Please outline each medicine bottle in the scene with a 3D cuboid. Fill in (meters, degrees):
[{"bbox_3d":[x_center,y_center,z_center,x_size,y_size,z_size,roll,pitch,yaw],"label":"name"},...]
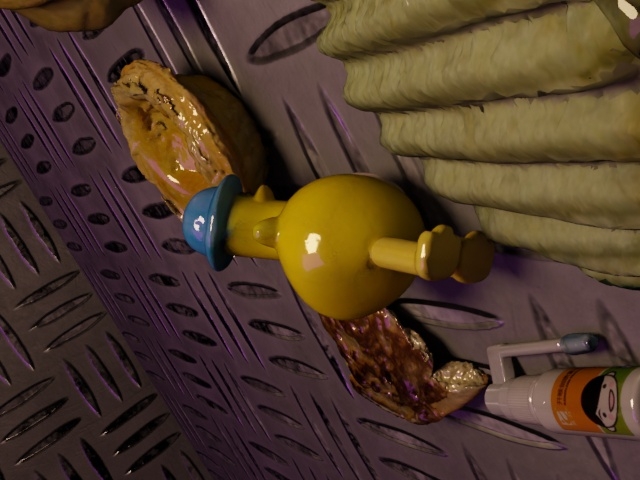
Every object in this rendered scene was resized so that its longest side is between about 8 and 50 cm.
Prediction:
[{"bbox_3d":[0.225,0.132,0.711,0.220,0.061,0.092,156,105,-65],"label":"medicine bottle"}]

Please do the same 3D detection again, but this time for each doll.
[{"bbox_3d":[0.000,0.000,0.792,0.363,0.199,0.145,10,90,45],"label":"doll"}]

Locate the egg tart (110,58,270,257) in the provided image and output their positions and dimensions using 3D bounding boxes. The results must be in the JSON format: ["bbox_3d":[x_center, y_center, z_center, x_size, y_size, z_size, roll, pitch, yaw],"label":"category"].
[{"bbox_3d":[-0.156,-0.111,1.009,0.288,0.118,0.288,39,149,29],"label":"egg tart"}]

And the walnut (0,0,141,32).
[{"bbox_3d":[-0.307,-0.365,0.801,0.277,0.253,0.282,49,154,16],"label":"walnut"}]

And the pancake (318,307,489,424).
[{"bbox_3d":[0.087,0.148,0.972,0.257,0.056,0.212,48,148,32],"label":"pancake"}]

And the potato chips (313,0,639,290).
[{"bbox_3d":[0.116,-0.092,0.519,0.358,0.070,0.429,45,175,-17],"label":"potato chips"}]
